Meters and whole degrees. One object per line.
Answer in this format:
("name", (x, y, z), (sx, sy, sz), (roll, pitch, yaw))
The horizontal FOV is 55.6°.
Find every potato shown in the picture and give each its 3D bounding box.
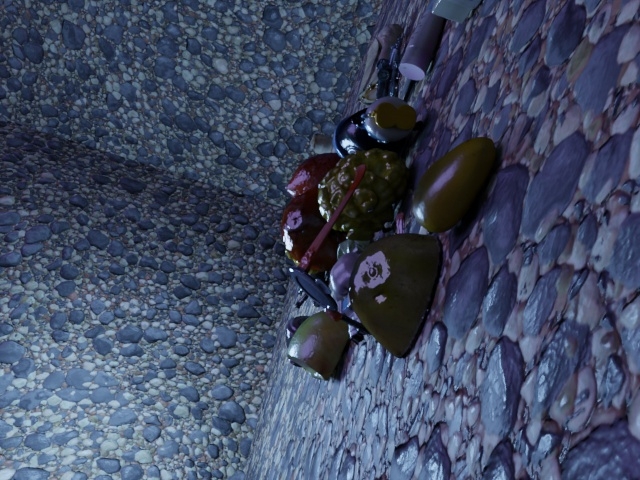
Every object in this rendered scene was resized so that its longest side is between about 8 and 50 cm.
("potato", (0.105, 0.072, 0.973), (0.182, 0.117, 0.202), (-119, 47, -78))

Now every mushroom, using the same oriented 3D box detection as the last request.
("mushroom", (0.056, -0.343, 2.268), (0.204, 0.204, 0.204), (-163, 90, -84))

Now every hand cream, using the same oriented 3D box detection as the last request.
("hand cream", (0.279, -0.540, 1.489), (0.111, 0.070, 0.312), (126, 168, -78))

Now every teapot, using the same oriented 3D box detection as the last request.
("teapot", (-0.051, 0.298, 1.812), (0.148, 0.116, 0.145), (-95, 12, -65))

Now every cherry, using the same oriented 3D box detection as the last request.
("cherry", (0.020, -0.197, 2.008), (0.239, 0.239, 0.206), (137, 157, -79))

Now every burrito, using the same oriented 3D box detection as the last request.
("burrito", (0.207, -0.578, 2.012), (0.143, 0.105, 0.299), (-49, 21, 52))

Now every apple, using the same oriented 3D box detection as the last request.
("apple", (-0.002, 0.239, 1.508), (0.193, 0.120, 0.265), (-62, 6, -12))

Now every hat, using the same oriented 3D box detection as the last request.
("hat", (0.095, 0.045, 1.444), (0.122, 0.081, 0.166), (55, 159, 32))

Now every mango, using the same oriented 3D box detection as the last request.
("mango", (0.186, -0.079, 0.849), (0.161, 0.076, 0.103), (-57, 8, 41))

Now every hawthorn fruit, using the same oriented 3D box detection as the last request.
("hawthorn fruit", (-0.006, -0.039, 1.672), (0.272, 0.242, 0.241), (14, 87, 68))

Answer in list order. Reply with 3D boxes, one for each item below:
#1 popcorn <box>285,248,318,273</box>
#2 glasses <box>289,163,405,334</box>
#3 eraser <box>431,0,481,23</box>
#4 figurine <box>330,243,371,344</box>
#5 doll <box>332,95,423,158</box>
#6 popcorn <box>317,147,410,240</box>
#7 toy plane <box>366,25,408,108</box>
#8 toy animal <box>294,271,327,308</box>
("popcorn", (0.000, 0.000, 1.887), (0.250, 0.190, 0.250), (-62, 0, -1))
("glasses", (0.080, 0.022, 1.076), (0.118, 0.234, 0.268), (17, 71, 45))
("eraser", (0.295, -0.533, 1.107), (0.279, 0.081, 0.124), (126, 160, -73))
("figurine", (0.074, 0.101, 1.242), (0.137, 0.112, 0.228), (120, 157, -45))
("doll", (0.126, -0.243, 1.419), (0.314, 0.177, 0.141), (152, 121, -78))
("popcorn", (0.099, -0.100, 1.320), (0.169, 0.218, 0.189), (52, 162, 28))
("toy plane", (0.188, -0.413, 1.672), (0.223, 0.105, 0.326), (-83, 11, -58))
("toy animal", (-0.023, 0.155, 2.106), (0.232, 0.085, 0.148), (-82, 12, -78))
